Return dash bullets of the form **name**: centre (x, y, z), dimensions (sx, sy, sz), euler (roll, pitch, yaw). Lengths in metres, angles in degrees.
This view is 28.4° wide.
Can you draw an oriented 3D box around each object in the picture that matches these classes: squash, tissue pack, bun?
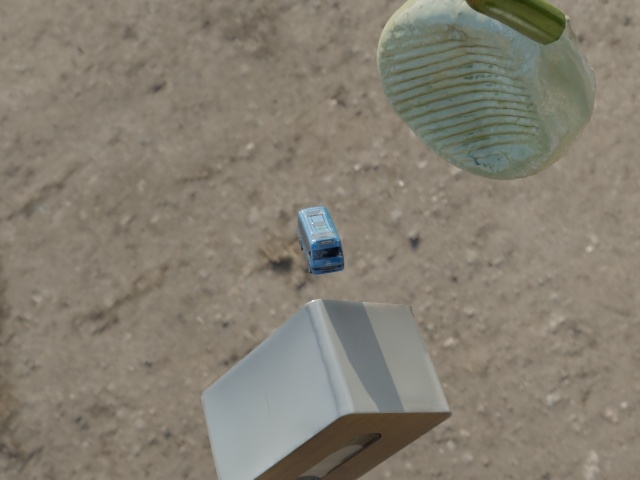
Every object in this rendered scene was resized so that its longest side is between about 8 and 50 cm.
- **squash**: centre (0.121, -0.149, 0.803), dimensions (0.027, 0.083, 0.028), euler (-18, 65, 43)
- **tissue pack**: centre (-0.001, 0.183, 1.410), dimensions (0.246, 0.159, 0.136), euler (-42, 55, 41)
- **bun**: centre (0.172, -0.170, 1.249), dimensions (0.231, 0.231, 0.133), euler (13, 45, 38)

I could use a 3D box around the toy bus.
- **toy bus**: centre (0.000, 0.000, 1.349), dimensions (0.038, 0.046, 0.083), euler (-9, 32, -8)
